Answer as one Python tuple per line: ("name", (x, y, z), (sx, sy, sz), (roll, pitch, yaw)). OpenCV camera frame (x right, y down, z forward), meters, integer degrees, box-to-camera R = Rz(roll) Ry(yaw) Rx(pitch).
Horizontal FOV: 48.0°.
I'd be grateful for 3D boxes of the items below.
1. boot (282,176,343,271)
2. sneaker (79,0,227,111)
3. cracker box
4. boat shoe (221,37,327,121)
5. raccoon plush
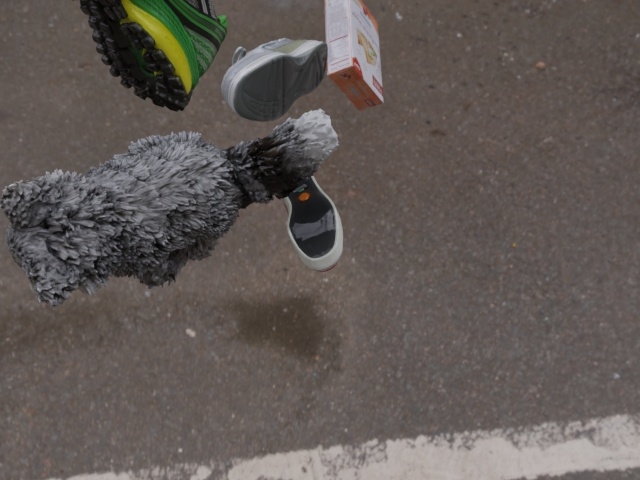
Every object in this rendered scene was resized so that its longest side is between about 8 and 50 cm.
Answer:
("boot", (0.000, 0.000, 1.232), (0.088, 0.176, 0.244), (-21, 42, 1))
("sneaker", (-0.201, -0.301, 0.738), (0.134, 0.343, 0.146), (17, 63, 23))
("cracker box", (0.075, -0.428, 1.592), (0.067, 0.155, 0.232), (-13, 64, 26))
("boat shoe", (-0.090, -0.296, 1.269), (0.103, 0.118, 0.320), (19, 34, 17))
("raccoon plush", (-0.219, -0.082, 0.975), (0.216, 0.446, 0.299), (54, 15, 3))
